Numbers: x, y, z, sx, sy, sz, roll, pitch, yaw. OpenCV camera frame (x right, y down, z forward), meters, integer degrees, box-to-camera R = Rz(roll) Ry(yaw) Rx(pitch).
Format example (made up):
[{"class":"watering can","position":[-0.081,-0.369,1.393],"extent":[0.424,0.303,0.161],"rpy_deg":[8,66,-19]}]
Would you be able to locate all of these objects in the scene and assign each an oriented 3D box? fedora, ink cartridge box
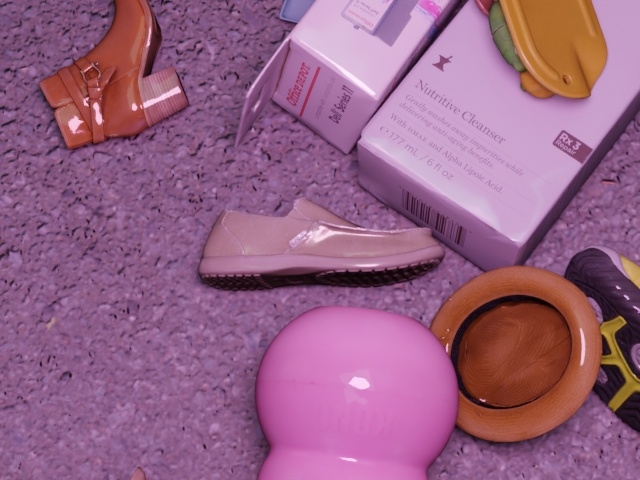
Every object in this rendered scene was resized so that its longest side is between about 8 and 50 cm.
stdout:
[{"class":"fedora","position":[0.208,0.120,1.496],"extent":[0.194,0.079,0.194],"rpy_deg":[-4,80,25]},{"class":"ink cartridge box","position":[0.057,-0.230,1.558],"extent":[0.119,0.207,0.353],"rpy_deg":[36,75,2]}]

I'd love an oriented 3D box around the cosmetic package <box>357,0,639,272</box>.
[{"class":"cosmetic package","position":[0.235,-0.170,1.565],"extent":[0.217,0.156,0.385],"rpy_deg":[34,76,11]}]

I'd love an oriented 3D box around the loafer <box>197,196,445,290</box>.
[{"class":"loafer","position":[0.000,0.000,1.544],"extent":[0.269,0.102,0.092],"rpy_deg":[-2,77,2]}]

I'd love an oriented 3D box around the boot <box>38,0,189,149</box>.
[{"class":"boot","position":[-0.252,-0.208,1.638],"extent":[0.152,0.073,0.197],"rpy_deg":[-22,70,-1]}]

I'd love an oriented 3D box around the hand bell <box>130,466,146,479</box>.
[{"class":"hand bell","position":[-0.112,0.344,1.445],"extent":[0.242,0.126,0.126],"rpy_deg":[30,75,-1]}]

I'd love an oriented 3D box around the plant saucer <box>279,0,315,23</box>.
[{"class":"plant saucer","position":[0.011,-0.337,1.701],"extent":[0.067,0.018,0.192],"rpy_deg":[16,74,7]}]

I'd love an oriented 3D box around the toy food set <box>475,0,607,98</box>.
[{"class":"toy food set","position":[0.216,-0.236,1.477],"extent":[0.128,0.071,0.217],"rpy_deg":[-6,75,-36]}]

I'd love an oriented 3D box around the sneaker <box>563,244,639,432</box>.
[{"class":"sneaker","position":[0.410,0.146,1.484],"extent":[0.147,0.145,0.384],"rpy_deg":[-36,76,-31]}]

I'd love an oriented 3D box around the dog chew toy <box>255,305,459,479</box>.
[{"class":"dog chew toy","position":[0.025,0.237,1.419],"extent":[0.207,0.206,0.331],"rpy_deg":[8,79,4]}]
